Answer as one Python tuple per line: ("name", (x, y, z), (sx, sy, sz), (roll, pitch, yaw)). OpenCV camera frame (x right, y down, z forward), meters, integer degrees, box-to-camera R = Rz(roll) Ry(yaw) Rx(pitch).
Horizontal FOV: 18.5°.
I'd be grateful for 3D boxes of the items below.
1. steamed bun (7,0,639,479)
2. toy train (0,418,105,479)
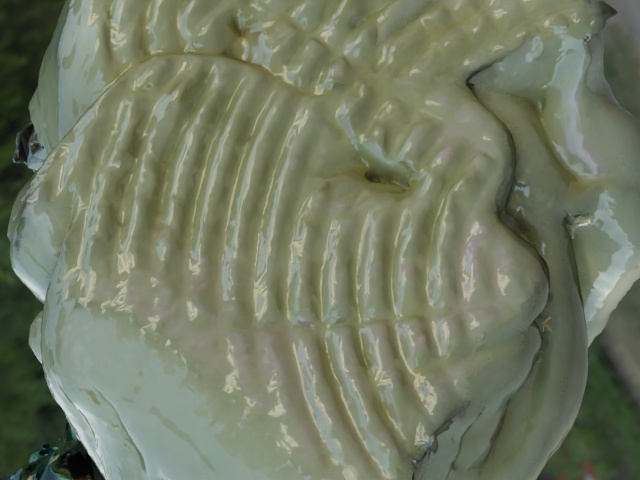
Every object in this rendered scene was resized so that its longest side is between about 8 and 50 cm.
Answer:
("steamed bun", (0.000, 0.000, 0.856), (0.275, 0.320, 0.206), (21, 155, 10))
("toy train", (-0.145, 0.182, 1.078), (0.154, 0.107, 0.198), (63, 146, 13))
